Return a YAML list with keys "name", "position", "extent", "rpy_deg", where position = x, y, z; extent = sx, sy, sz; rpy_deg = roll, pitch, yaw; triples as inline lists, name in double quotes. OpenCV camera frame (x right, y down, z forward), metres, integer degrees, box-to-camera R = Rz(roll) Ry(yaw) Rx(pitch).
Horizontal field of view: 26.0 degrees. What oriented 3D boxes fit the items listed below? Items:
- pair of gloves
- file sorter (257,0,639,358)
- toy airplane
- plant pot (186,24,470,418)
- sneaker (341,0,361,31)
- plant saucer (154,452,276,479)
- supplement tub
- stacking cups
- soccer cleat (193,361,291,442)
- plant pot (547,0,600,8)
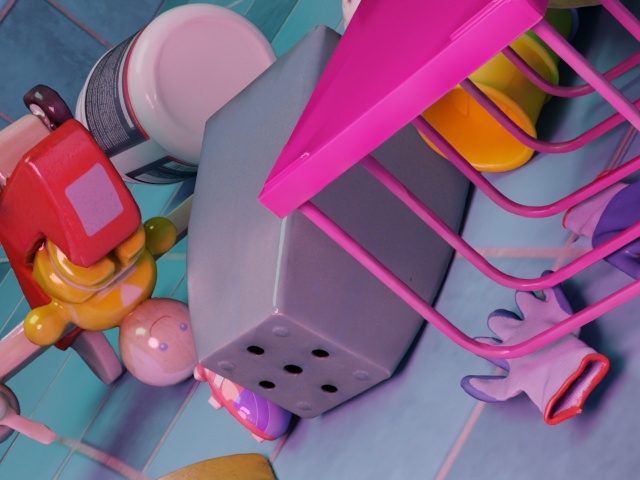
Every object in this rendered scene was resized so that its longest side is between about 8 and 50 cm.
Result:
- name: "pair of gloves"
  position: [0.162, 0.025, 0.822]
  extent: [0.198, 0.023, 0.159]
  rpy_deg: [-49, 17, 0]
- name: "file sorter"
  position: [0.133, -0.103, 0.813]
  extent: [0.202, 0.182, 0.290]
  rpy_deg: [-36, 21, 40]
- name: "toy airplane"
  position: [-0.224, 0.058, 1.385]
  extent: [0.386, 0.272, 0.384]
  rpy_deg: [-57, -21, 17]
- name: "plant pot"
  position: [0.000, 0.000, 1.049]
  extent: [0.166, 0.165, 0.234]
  rpy_deg: [-35, 35, 44]
- name: "sneaker"
  position: [0.042, -0.273, 1.416]
  extent: [0.114, 0.152, 0.305]
  rpy_deg: [-41, 24, 28]
- name: "plant saucer"
  position: [-0.139, 0.317, 0.945]
  extent: [0.333, 0.081, 0.333]
  rpy_deg: [-52, 20, 4]
- name: "supplement tub"
  position: [-0.180, -0.169, 1.696]
  extent: [0.191, 0.191, 0.272]
  rpy_deg: [-61, 21, -19]
- name: "stacking cups"
  position: [0.164, -0.202, 1.090]
  extent: [0.096, 0.096, 0.316]
  rpy_deg: [-28, 32, 52]
- name: "soccer cleat"
  position: [-0.047, 0.076, 1.147]
  extent: [0.095, 0.083, 0.248]
  rpy_deg: [-45, 18, 12]
- name: "plant pot"
  position: [0.179, -0.346, 0.946]
  extent: [0.276, 0.254, 0.276]
  rpy_deg: [-25, 35, 19]
